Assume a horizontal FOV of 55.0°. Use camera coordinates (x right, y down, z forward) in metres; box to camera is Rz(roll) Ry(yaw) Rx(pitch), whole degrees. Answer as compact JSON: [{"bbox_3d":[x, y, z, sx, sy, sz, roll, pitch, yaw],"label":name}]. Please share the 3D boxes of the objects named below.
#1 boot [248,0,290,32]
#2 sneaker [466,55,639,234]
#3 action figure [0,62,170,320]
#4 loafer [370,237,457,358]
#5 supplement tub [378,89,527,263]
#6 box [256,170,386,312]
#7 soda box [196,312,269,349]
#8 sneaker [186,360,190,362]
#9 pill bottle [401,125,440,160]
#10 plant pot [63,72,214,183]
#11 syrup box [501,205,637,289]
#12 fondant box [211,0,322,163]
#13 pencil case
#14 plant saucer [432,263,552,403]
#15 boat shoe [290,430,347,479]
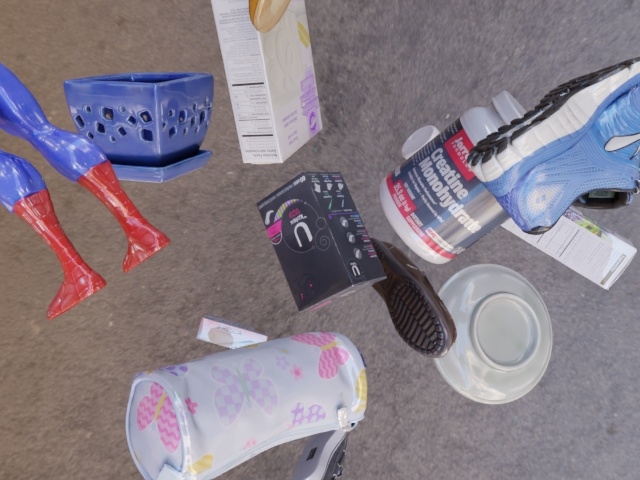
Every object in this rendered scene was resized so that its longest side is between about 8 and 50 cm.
[{"bbox_3d":[-0.130,-0.508,1.000,0.211,0.104,0.295,21,103,14],"label":"boot"},{"bbox_3d":[0.327,-0.117,0.740,0.330,0.130,0.147,-33,101,-18],"label":"sneaker"},{"bbox_3d":[-0.225,-0.076,0.359,0.139,0.091,0.280,-28,98,36],"label":"action figure"},{"bbox_3d":[0.227,0.121,1.474,0.365,0.130,0.133,60,135,39],"label":"loafer"},{"bbox_3d":[0.253,-0.103,1.052,0.272,0.191,0.191,-39,89,25],"label":"supplement tub"},{"bbox_3d":[0.000,0.000,1.367,0.165,0.143,0.270,-31,76,34],"label":"box"},{"bbox_3d":[-0.234,0.251,1.641,0.183,0.058,0.062,16,95,-2],"label":"soda box"},{"bbox_3d":[-0.300,0.370,1.464,0.084,0.083,0.214,16,128,4],"label":"sneaker"},{"bbox_3d":[0.331,-0.208,1.708,0.117,0.117,0.208,-43,116,8],"label":"pill bottle"},{"bbox_3d":[-0.375,-0.248,1.330,0.236,0.236,0.212,6,110,20],"label":"plant pot"},{"bbox_3d":[0.465,-0.015,1.171,0.237,0.093,0.096,33,110,13],"label":"syrup box"},{"bbox_3d":[-0.098,-0.351,1.257,0.096,0.238,0.330,3,117,21],"label":"fondant box"},{"bbox_3d":[-0.069,0.176,0.667,0.113,0.273,0.124,-38,66,39],"label":"pencil case"},{"bbox_3d":[0.499,0.257,1.725,0.401,0.100,0.400,3,80,-16],"label":"plant saucer"},{"bbox_3d":[0.014,0.414,1.148,0.080,0.228,0.076,-28,94,18],"label":"boat shoe"}]
